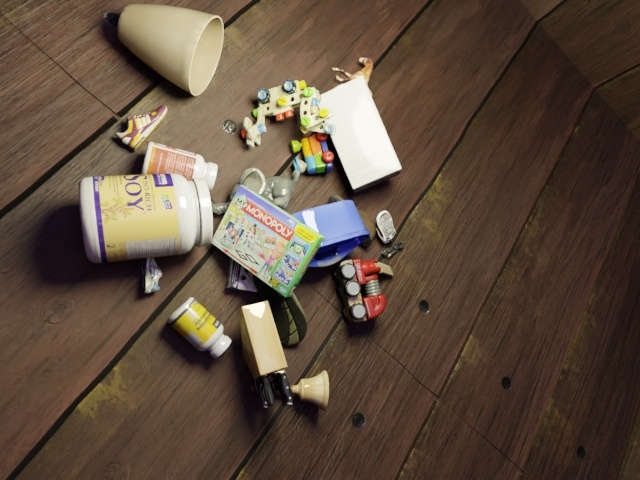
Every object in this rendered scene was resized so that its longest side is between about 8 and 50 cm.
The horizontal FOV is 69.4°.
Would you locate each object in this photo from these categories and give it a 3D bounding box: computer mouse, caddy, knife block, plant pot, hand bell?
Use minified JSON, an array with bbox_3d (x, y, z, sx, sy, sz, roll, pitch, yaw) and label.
[{"bbox_3d":[0.251,-0.031,1.756,0.106,0.042,0.193,-35,119,-22],"label":"computer mouse"},{"bbox_3d":[0.000,0.000,1.549,0.341,0.241,0.179,-16,79,-26],"label":"caddy"},{"bbox_3d":[-0.156,0.353,1.379,0.088,0.242,0.276,-11,117,-27],"label":"knife block"},{"bbox_3d":[-0.488,-0.640,1.481,0.274,0.256,0.256,22,69,-1],"label":"plant pot"},{"bbox_3d":[-0.103,0.479,1.484,0.242,0.126,0.126,5,76,-11],"label":"hand bell"}]

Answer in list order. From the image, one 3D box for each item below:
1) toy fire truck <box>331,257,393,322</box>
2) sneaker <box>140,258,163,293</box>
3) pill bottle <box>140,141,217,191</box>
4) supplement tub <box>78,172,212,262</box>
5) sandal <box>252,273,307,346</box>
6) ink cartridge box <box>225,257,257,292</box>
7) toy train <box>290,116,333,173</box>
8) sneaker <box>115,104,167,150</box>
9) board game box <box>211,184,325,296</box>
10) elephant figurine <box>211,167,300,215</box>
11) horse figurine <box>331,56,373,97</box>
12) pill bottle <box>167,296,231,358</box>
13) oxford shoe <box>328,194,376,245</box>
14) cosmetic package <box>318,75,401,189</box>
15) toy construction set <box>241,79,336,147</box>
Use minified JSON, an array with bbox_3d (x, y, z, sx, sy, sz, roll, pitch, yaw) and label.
[{"bbox_3d":[0.182,0.164,1.663,0.246,0.158,0.217,-12,83,-16],"label":"toy fire truck"},{"bbox_3d":[-0.509,0.095,1.398,0.058,0.052,0.135,9,72,-41],"label":"sneaker"},{"bbox_3d":[-0.443,-0.224,1.455,0.216,0.121,0.121,13,73,-22],"label":"pill bottle"},{"bbox_3d":[-0.495,-0.069,1.323,0.331,0.241,0.241,-7,81,-24],"label":"supplement tub"},{"bbox_3d":[-0.126,0.204,1.518,0.120,0.086,0.303,-19,100,2],"label":"sandal"},{"bbox_3d":[-0.246,0.064,1.525,0.097,0.046,0.207,13,73,-23],"label":"ink cartridge box"},{"bbox_3d":[-0.048,-0.359,1.695,0.143,0.105,0.248,-11,74,-9],"label":"toy train"},{"bbox_3d":[-0.563,-0.376,1.462,0.084,0.069,0.185,38,65,-19],"label":"sneaker"},{"bbox_3d":[-0.168,-0.002,1.422,0.317,0.046,0.213,33,101,20],"label":"board game box"},{"bbox_3d":[-0.219,-0.160,1.539,0.239,0.169,0.186,21,41,-3],"label":"elephant figurine"},{"bbox_3d":[0.146,-0.605,1.848,0.174,0.066,0.263,-7,80,-21],"label":"horse figurine"},{"bbox_3d":[-0.360,0.267,1.394,0.184,0.103,0.103,46,64,-10],"label":"pill bottle"},{"bbox_3d":[0.119,-0.089,1.722,0.227,0.083,0.096,47,48,-11],"label":"oxford shoe"},{"bbox_3d":[0.140,-0.384,1.706,0.197,0.155,0.366,-21,88,6],"label":"cosmetic package"},{"bbox_3d":[-0.121,-0.439,1.614,0.327,0.151,0.215,-13,92,4],"label":"toy construction set"}]
